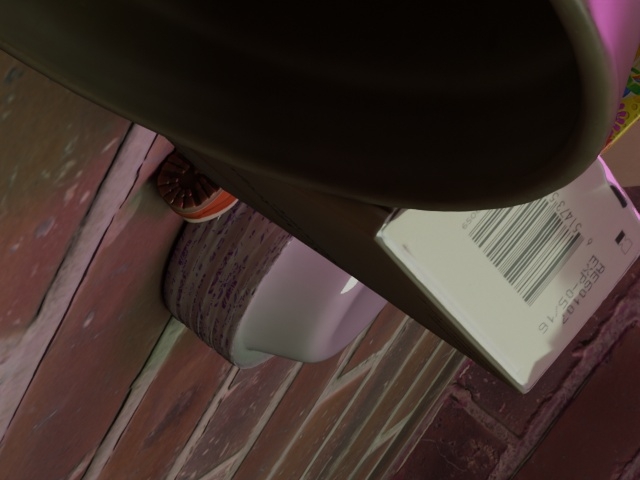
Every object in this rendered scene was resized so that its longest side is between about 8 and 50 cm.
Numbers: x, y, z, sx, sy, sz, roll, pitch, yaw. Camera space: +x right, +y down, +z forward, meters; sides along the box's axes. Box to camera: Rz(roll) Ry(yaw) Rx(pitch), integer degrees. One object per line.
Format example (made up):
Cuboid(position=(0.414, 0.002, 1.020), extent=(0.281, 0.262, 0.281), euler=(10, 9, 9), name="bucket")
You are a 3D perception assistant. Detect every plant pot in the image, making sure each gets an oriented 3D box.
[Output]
Cuboid(position=(-0.005, -0.209, 0.474), extent=(0.323, 0.323, 0.280), euler=(81, 31, -70), name="plant pot")

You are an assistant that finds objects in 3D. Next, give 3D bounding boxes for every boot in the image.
Cuboid(position=(-0.061, -0.075, 1.022), extent=(0.158, 0.059, 0.084), euler=(-41, 167, -9), name="boot")

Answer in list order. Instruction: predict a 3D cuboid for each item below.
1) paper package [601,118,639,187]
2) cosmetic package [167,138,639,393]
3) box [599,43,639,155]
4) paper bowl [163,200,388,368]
Cuboid(position=(0.233, -0.180, 1.026), extent=(0.309, 0.325, 0.168), euler=(70, 17, -60), name="paper package")
Cuboid(position=(0.013, -0.058, 0.716), extent=(0.113, 0.309, 0.160), euler=(-50, 130, -6), name="cosmetic package")
Cuboid(position=(0.153, -0.242, 0.707), extent=(0.290, 0.279, 0.177), euler=(-47, 176, 13), name="box")
Cuboid(position=(0.000, 0.000, 1.198), extent=(0.284, 0.148, 0.284), euler=(-49, 166, -17), name="paper bowl")
